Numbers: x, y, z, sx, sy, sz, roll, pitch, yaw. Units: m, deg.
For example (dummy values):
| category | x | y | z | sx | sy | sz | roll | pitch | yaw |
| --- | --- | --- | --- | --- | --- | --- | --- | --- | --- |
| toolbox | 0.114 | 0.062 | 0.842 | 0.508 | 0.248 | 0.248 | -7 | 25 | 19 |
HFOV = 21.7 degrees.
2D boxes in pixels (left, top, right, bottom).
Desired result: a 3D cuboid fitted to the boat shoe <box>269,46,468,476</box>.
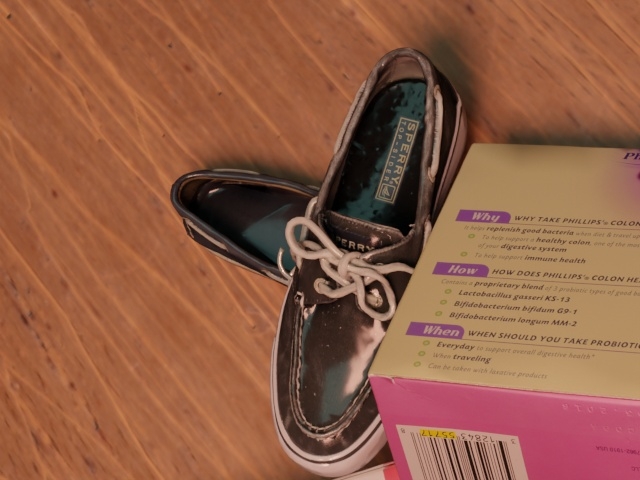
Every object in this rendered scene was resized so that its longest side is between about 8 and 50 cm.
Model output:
| category | x | y | z | sx | sy | sz | roll | pitch | yaw |
| --- | --- | --- | --- | --- | --- | --- | --- | --- | --- |
| boat shoe | 0.032 | 0.013 | 1.181 | 0.113 | 0.105 | 0.306 | 19 | 82 | 17 |

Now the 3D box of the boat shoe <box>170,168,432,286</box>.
| category | x | y | z | sx | sy | sz | roll | pitch | yaw |
| --- | --- | --- | --- | --- | --- | --- | --- | --- | --- |
| boat shoe | 0.000 | 0.000 | 1.295 | 0.254 | 0.079 | 0.095 | 24 | 85 | 23 |

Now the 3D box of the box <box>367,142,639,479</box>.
| category | x | y | z | sx | sy | sz | roll | pitch | yaw |
| --- | --- | --- | --- | --- | --- | --- | --- | --- | --- |
| box | 0.178 | 0.055 | 1.120 | 0.213 | 0.117 | 0.243 | 3 | 43 | 24 |

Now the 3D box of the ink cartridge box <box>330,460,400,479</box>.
| category | x | y | z | sx | sy | sz | roll | pitch | yaw |
| --- | --- | --- | --- | --- | --- | --- | --- | --- | --- |
| ink cartridge box | 0.021 | 0.282 | 1.231 | 0.283 | 0.117 | 0.207 | -20 | 76 | 20 |
